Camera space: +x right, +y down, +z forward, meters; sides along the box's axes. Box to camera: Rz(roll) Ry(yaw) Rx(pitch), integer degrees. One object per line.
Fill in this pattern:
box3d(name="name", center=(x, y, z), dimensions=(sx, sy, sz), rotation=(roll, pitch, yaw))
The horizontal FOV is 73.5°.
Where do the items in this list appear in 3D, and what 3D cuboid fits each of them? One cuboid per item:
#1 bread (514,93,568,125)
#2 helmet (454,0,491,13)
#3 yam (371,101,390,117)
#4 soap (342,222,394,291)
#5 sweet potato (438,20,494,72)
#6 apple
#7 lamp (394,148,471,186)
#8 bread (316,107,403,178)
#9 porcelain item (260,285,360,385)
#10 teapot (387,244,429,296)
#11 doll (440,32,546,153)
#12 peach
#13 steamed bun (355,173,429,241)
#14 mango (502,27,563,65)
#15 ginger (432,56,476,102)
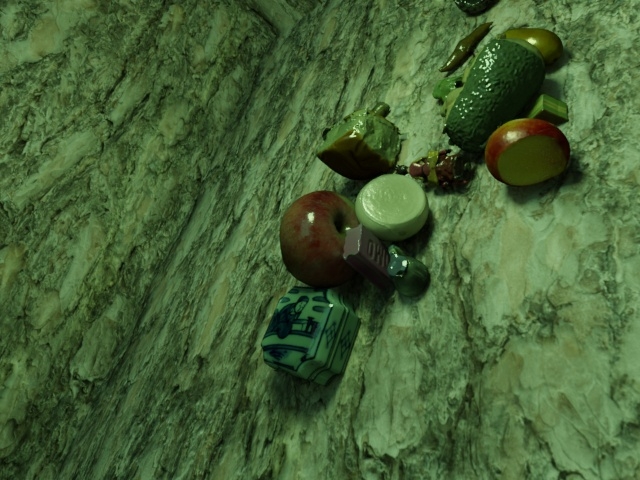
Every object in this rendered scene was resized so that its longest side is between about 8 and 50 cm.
box3d(name="bread", center=(0.645, -0.353, 1.273), dimensions=(0.139, 0.084, 0.074), rotation=(126, 162, -59))
box3d(name="helmet", center=(0.642, -1.004, 1.772), dimensions=(0.153, 0.107, 0.177), rotation=(-47, 54, 2))
box3d(name="yam", center=(0.178, -0.466, 1.850), dimensions=(0.067, 0.071, 0.317), rotation=(40, 92, 18))
box3d(name="soap", center=(0.155, 0.053, 1.302), dimensions=(0.065, 0.203, 0.122), rotation=(-22, 44, 36))
box3d(name="sweet potato", center=(0.567, -0.757, 1.674), dimensions=(0.274, 0.067, 0.067), rotation=(-47, 35, 4))
box3d(name="apple", center=(0.000, 0.000, 1.435), dimensions=(0.269, 0.344, 0.345), rotation=(-31, 39, 42))
box3d(name="lamp", center=(0.365, -0.232, 1.403), dimensions=(0.253, 0.118, 0.118), rotation=(5, 63, 54))
box3d(name="bread", center=(0.142, -0.357, 1.632), dimensions=(0.250, 0.279, 0.225), rotation=(-7, 68, 46))
box3d(name="porcelain item", center=(-0.039, 0.292, 1.355), dimensions=(0.281, 0.157, 0.286), rotation=(0, 61, 47))
box3d(name="teapot", center=(0.251, 0.078, 1.254), dimensions=(0.111, 0.108, 0.149), rotation=(-11, 52, 41))
box3d(name="doll", center=(0.516, -0.445, 1.323), dimensions=(0.350, 0.247, 0.247), rotation=(-62, 33, 14))
box3d(name="peach", center=(0.543, -0.228, 1.133), dimensions=(0.190, 0.190, 0.192), rotation=(-48, 35, 5))
box3d(name="steamed bun", center=(0.228, -0.092, 1.376), dimensions=(0.231, 0.145, 0.232), rotation=(-4, 58, 6))
box3d(name="mango", center=(0.676, -0.631, 1.378), dimensions=(0.227, 0.136, 0.099), rotation=(53, 140, 47))
box3d(name="ginger", center=(0.539, -0.590, 1.542), dimensions=(0.290, 0.089, 0.137), rotation=(-34, 57, 31))
